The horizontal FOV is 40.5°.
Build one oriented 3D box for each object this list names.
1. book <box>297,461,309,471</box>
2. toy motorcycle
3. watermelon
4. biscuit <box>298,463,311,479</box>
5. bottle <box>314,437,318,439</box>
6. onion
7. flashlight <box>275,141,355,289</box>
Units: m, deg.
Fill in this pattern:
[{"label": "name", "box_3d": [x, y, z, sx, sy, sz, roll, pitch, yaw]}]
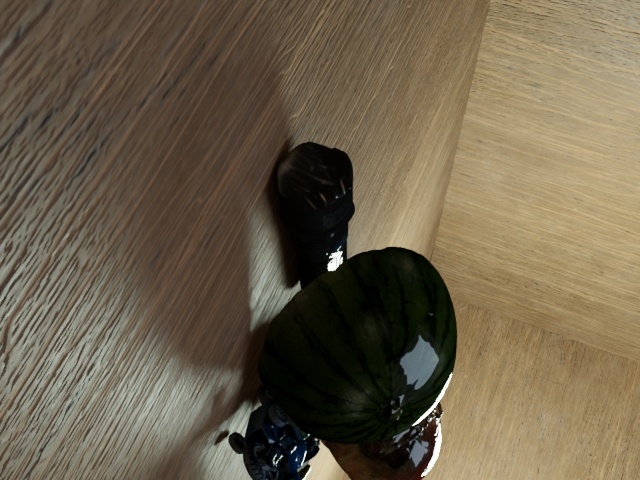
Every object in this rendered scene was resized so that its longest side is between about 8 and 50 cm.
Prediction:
[{"label": "book", "box_3d": [-0.054, 0.554, 2.091, 0.182, 0.014, 0.127, 84, 27, -64]}, {"label": "toy motorcycle", "box_3d": [-0.060, 0.315, 1.310, 0.092, 0.135, 0.254, -37, -168, 14]}, {"label": "watermelon", "box_3d": [0.091, 0.185, 1.293, 0.331, 0.189, 0.331, -23, 143, -18]}, {"label": "biscuit", "box_3d": [-0.110, 0.443, 1.369, 0.231, 0.016, 0.139, -44, 177, 20]}, {"label": "bottle", "box_3d": [0.043, 0.252, 1.650, 0.351, 0.171, 0.171, -11, 119, -77]}, {"label": "onion", "box_3d": [0.145, 0.416, 2.079, 0.353, 0.353, 0.353, 19, 90, -79]}, {"label": "flashlight", "box_3d": [0.000, 0.000, 1.237, 0.424, 0.103, 0.103, 84, 27, -67]}]
